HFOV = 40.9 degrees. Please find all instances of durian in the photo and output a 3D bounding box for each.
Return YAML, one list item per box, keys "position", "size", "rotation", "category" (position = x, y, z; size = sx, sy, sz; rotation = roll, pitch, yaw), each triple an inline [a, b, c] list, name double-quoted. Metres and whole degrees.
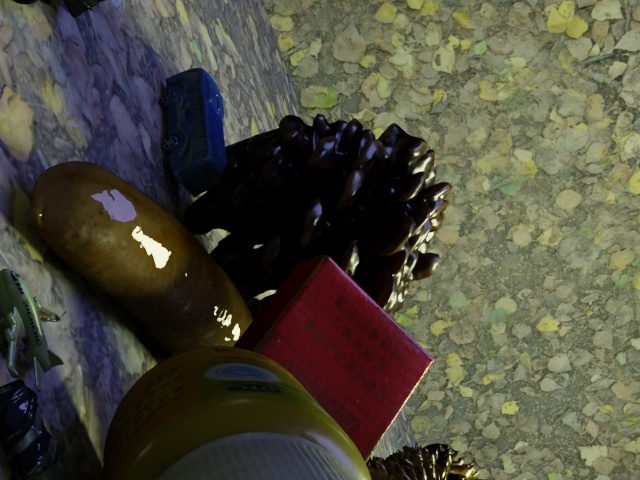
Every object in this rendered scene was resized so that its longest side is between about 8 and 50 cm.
- position: [0.136, 0.502, 1.440]
  size: [0.347, 0.347, 0.384]
  rotation: [-94, 164, -54]
  category: "durian"

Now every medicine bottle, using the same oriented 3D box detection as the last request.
- position: [-0.068, 0.228, 0.715]
  size: [0.384, 0.224, 0.224]
  rotation: [-161, -129, -76]
  category: "medicine bottle"

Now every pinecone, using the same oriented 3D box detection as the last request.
- position: [0.000, 0.000, 1.279]
  size: [0.398, 0.398, 0.398]
  rotation: [-17, 90, -81]
  category: "pinecone"

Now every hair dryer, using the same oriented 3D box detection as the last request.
- position: [-0.165, -0.084, 1.463]
  size: [0.352, 0.189, 0.107]
  rotation: [-46, 117, -53]
  category: "hair dryer"

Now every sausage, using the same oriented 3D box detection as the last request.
- position: [-0.183, 0.059, 1.036]
  size: [0.136, 0.123, 0.501]
  rotation: [-63, 149, -25]
  category: "sausage"

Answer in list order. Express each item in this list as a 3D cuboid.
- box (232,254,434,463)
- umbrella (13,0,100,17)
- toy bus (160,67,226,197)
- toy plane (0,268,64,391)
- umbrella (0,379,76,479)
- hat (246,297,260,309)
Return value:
- position: [-0.030, 0.199, 1.010]
  size: [0.197, 0.313, 0.089]
  rotation: [45, -24, -16]
  category: "box"
- position: [-0.318, -0.335, 1.057]
  size: [0.340, 0.118, 0.118]
  rotation: [-86, 158, -81]
  category: "umbrella"
- position: [-0.205, -0.183, 1.415]
  size: [0.079, 0.094, 0.236]
  rotation: [62, 15, -51]
  category: "toy bus"
- position: [-0.264, 0.076, 0.765]
  size: [0.102, 0.040, 0.111]
  rotation: [-88, 158, -68]
  category: "toy plane"
- position: [-0.228, 0.207, 0.723]
  size: [0.046, 0.050, 0.188]
  rotation: [-38, 113, -57]
  category: "umbrella"
- position: [-0.094, 0.178, 1.369]
  size: [0.166, 0.144, 0.173]
  rotation: [67, -12, -24]
  category: "hat"
